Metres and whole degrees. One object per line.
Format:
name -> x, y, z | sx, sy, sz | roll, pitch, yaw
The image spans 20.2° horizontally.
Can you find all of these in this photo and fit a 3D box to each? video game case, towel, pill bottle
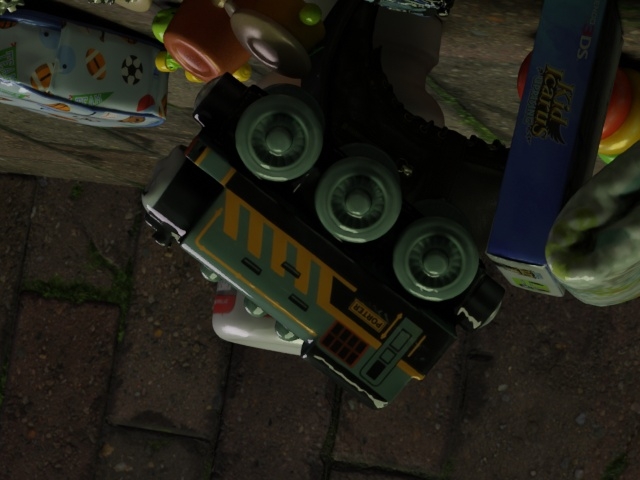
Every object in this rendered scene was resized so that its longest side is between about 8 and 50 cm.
video game case -> 0.223, -0.094, 1.685 | 0.061, 0.269, 0.244 | 13, 175, 12
towel -> 0.354, -0.078, 1.533 | 0.090, 0.374, 0.320 | 54, -174, 14
pill bottle -> 0.017, -0.061, 1.865 | 0.210, 0.363, 0.210 | 9, 174, 1

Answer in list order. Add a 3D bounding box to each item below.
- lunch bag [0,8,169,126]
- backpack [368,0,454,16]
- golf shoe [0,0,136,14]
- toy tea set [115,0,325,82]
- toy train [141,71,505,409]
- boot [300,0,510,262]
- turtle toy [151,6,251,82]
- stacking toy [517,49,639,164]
lunch bag -> -0.348, -0.215, 2.205 | 0.243, 0.115, 0.303 | 7, 175, 40
backpack -> 0.052, -0.234, 1.411 | 0.114, 0.105, 0.084 | 16, 172, -12
golf shoe -> -0.188, -0.242, 1.347 | 0.273, 0.120, 0.105 | -11, 163, -41
toy tea set -> -0.073, -0.247, 1.634 | 0.200, 0.124, 0.336 | 46, 160, -25
toy train -> 0.000, 0.000, 1.614 | 0.334, 0.190, 0.142 | 37, -171, -6
boot -> 0.090, -0.106, 1.740 | 0.229, 0.263, 0.091 | 15, 176, -11
turtle toy -> -0.139, -0.221, 2.027 | 0.095, 0.066, 0.130 | 4, 172, 41
stacking toy -> 0.332, -0.132, 1.946 | 0.330, 0.141, 0.141 | 22, 167, -39
